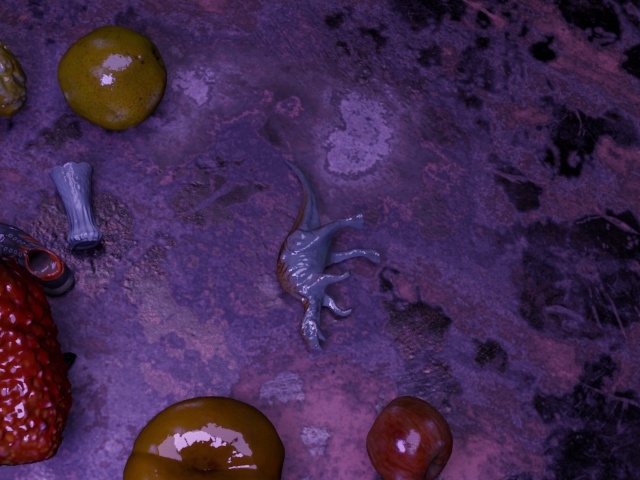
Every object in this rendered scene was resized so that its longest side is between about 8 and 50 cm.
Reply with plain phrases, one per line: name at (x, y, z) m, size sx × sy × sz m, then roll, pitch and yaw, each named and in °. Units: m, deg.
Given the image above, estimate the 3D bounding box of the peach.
peach at (-0.179, 0.363, 1.180) m, size 0.251 × 0.153 × 0.251 m, roll 8°, pitch 61°, yaw -15°

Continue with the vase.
vase at (-0.432, -0.059, 1.358) m, size 0.081 × 0.081 × 0.148 m, roll -12°, pitch 72°, yaw -17°

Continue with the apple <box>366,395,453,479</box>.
apple at (0.146, 0.335, 1.262) m, size 0.146 × 0.146 × 0.131 m, roll -37°, pitch 54°, yaw -24°

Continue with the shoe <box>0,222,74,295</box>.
shoe at (-0.511, 0.019, 1.302) m, size 0.194 × 0.077 × 0.074 m, roll 33°, pitch 64°, yaw 4°

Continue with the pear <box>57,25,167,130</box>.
pear at (-0.385, -0.304, 1.423) m, size 0.198 × 0.198 × 0.198 m, roll 4°, pitch 65°, yaw -10°

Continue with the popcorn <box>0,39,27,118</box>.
popcorn at (-0.632, -0.281, 1.368) m, size 0.198 × 0.198 × 0.212 m, roll 24°, pitch 97°, yaw 0°

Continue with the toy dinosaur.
toy dinosaur at (0.000, 0.000, 1.418) m, size 0.205 × 0.092 × 0.393 m, roll -17°, pitch 73°, yaw -13°

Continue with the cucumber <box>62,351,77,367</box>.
cucumber at (-0.467, 0.250, 1.233) m, size 0.036 × 0.033 × 0.184 m, roll 25°, pitch 60°, yaw 19°

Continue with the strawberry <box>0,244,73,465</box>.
strawberry at (-0.521, 0.181, 1.106) m, size 0.292 × 0.292 × 0.343 m, roll -13°, pitch 57°, yaw -17°
